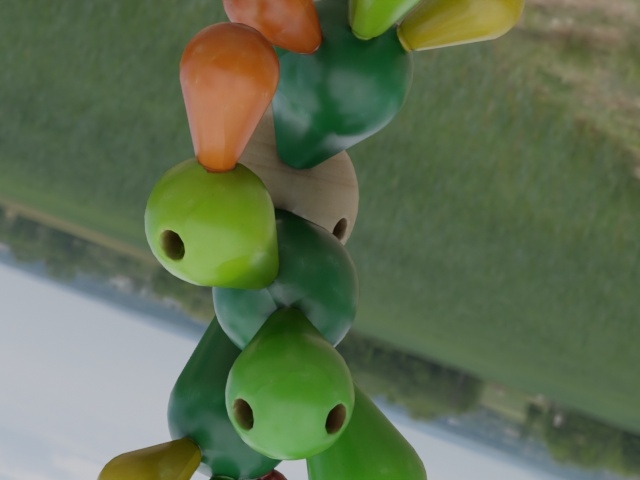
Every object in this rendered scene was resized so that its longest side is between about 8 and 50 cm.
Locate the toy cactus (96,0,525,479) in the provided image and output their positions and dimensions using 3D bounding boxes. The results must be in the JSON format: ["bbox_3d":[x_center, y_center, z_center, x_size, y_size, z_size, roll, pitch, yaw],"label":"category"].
[{"bbox_3d":[0.000,0.000,0.406,0.112,0.219,0.180,3,-158,-7],"label":"toy cactus"}]
